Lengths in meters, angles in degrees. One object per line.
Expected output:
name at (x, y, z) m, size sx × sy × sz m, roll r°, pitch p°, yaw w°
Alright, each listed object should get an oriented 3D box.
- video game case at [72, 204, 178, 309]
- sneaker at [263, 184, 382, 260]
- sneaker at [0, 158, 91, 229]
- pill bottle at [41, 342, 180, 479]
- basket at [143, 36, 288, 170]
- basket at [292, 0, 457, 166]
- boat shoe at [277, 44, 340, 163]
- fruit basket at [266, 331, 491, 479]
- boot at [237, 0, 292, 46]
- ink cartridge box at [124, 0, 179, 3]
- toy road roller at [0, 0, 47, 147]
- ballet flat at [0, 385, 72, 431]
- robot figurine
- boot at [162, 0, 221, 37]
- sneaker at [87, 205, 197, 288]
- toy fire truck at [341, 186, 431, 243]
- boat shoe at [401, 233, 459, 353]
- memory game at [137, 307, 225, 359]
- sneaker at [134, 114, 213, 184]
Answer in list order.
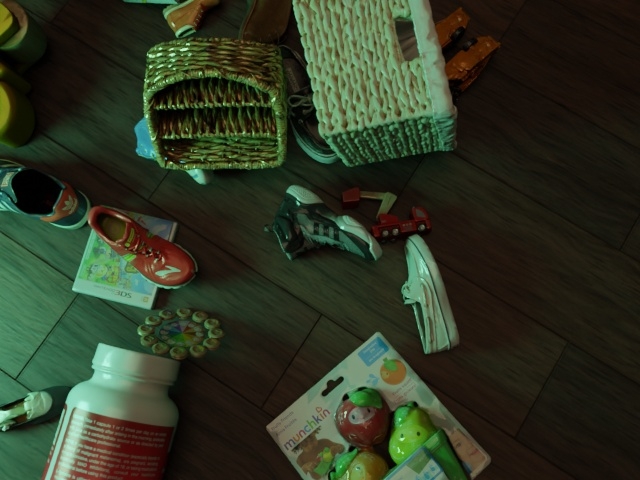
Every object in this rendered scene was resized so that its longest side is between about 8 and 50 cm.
video game case at (-0.453, 0.038, 1.471) m, size 0.193 × 0.023 × 0.212 m, roll 13°, pitch 77°, yaw 4°
sneaker at (0.000, 0.000, 1.436) m, size 0.269 × 0.101 × 0.153 m, roll 35°, pitch 80°, yaw 14°
sneaker at (-0.711, -0.129, 1.451) m, size 0.350 × 0.148 × 0.131 m, roll 14°, pitch 77°, yaw 5°
pill bottle at (-0.422, 0.426, 1.274) m, size 0.229 × 0.229 × 0.407 m, roll 13°, pitch 78°, yaw 4°
basket at (-0.222, -0.289, 1.352) m, size 0.299 × 0.213 × 0.223 m, roll 1°, pitch 75°, yaw 3°
basket at (0.127, -0.348, 1.325) m, size 0.266 × 0.331 × 0.328 m, roll -12°, pitch 83°, yaw 11°
boat shoe at (-0.031, -0.331, 1.508) m, size 0.113 × 0.105 × 0.306 m, roll -20°, pitch 77°, yaw -4°
fruit basket at (0.114, 0.419, 1.302) m, size 0.327 × 0.165 × 0.353 m, roll -38°, pitch 76°, yaw -7°
boot at (-0.143, -0.500, 1.556) m, size 0.115 × 0.112 × 0.305 m, roll 14°, pitch 75°, yaw -7°
ink cartridge box at (-0.426, -0.672, 1.588) m, size 0.175 × 0.072 × 0.127 m, roll 11°, pitch 76°, yaw 24°
toy road roller at (-0.756, -0.372, 1.491) m, size 0.240 × 0.202 × 0.329 m, roll 44°, pitch 86°, yaw -2°
ballet flat at (-0.644, 0.371, 1.372) m, size 0.203 × 0.074 × 0.074 m, roll -18°, pitch 77°, yaw -3°
robot figurine at (0.284, -0.422, 1.535) m, size 0.291 × 0.085 × 0.211 m, roll -41°, pitch 79°, yaw -9°
boot at (-0.311, -0.573, 1.599) m, size 0.158 × 0.059 × 0.084 m, roll -26°, pitch 80°, yaw 4°
sneaker at (-0.405, 0.016, 1.402) m, size 0.279 × 0.118 × 0.107 m, roll 30°, pitch 80°, yaw 7°
toy fire truck at (0.153, -0.064, 1.470) m, size 0.192 × 0.047 × 0.135 m, roll -9°, pitch 70°, yaw -6°
boat shoe at (0.225, 0.120, 1.408) m, size 0.088 × 0.096 × 0.267 m, roll -16°, pitch 85°, yaw -7°
memory game at (-0.299, 0.198, 1.367) m, size 0.186 × 0.186 × 0.012 m, roll 11°, pitch 115°, yaw 4°
sneaker at (-0.358, -0.210, 1.508) m, size 0.126 × 0.091 × 0.240 m, roll -36°, pitch 79°, yaw 12°
